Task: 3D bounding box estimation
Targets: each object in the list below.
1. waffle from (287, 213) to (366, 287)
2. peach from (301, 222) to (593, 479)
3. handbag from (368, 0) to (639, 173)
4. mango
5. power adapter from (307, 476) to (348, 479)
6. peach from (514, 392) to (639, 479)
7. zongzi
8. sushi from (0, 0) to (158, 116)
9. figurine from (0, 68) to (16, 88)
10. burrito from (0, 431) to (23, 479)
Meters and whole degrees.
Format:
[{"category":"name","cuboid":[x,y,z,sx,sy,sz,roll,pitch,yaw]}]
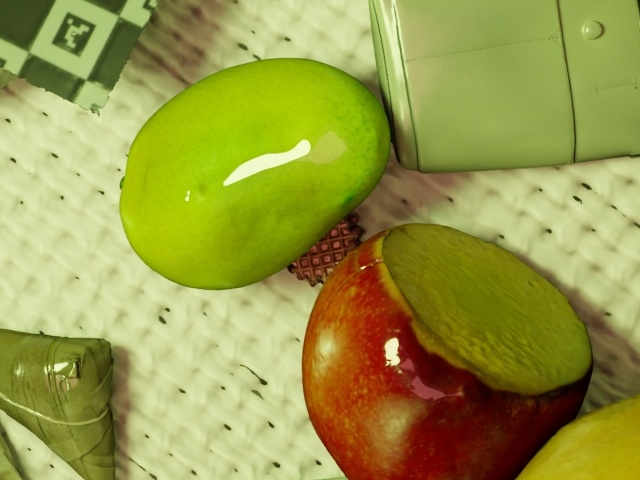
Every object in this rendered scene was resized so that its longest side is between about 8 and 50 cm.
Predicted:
[{"category":"waffle","cuboid":[0.000,0.000,1.425,0.075,0.029,0.083,39,104,2]},{"category":"peach","cuboid":[0.101,0.119,1.300,0.249,0.275,0.245,12,100,17]},{"category":"handbag","cuboid":[0.203,-0.180,1.333,0.315,0.109,0.241,-9,99,1]},{"category":"mango","cuboid":[-0.062,-0.068,1.357,0.273,0.149,0.185,-36,62,23]},{"category":"power adapter","cuboid":[0.013,0.294,1.427,0.205,0.130,0.125,-9,98,14]},{"category":"peach","cuboid":[0.265,0.284,1.190,0.373,0.372,0.289,-25,104,16]},{"category":"zongzi","cuboid":[-0.294,0.175,1.510,0.189,0.081,0.178,5,112,18]},{"category":"sushi","cuboid":[-0.273,-0.338,1.332,0.359,0.064,0.343,27,88,16]},{"category":"figurine","cuboid":[-0.389,-0.195,1.432,0.257,0.182,0.144,-8,141,8]},{"category":"burrito","cuboid":[-0.390,0.159,1.534,0.082,0.059,0.275,-29,93,10]}]
